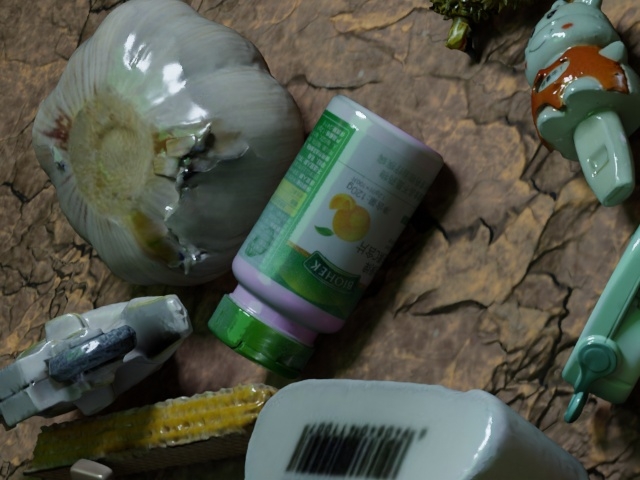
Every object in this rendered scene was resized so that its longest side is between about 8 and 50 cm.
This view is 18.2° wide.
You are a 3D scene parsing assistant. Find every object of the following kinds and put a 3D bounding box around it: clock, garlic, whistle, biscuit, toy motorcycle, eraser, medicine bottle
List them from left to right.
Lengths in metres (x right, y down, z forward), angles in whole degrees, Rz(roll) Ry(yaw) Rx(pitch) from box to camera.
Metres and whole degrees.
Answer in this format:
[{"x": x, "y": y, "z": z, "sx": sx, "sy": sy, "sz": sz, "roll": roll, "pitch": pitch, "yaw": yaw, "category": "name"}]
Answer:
[{"x": -0.248, "y": 0.129, "z": 2.142, "sx": 0.340, "sy": 0.223, "sz": 0.108, "roll": -28, "pitch": 86, "yaw": 57, "category": "toy motorcycle"}, {"x": -0.168, "y": -0.101, "z": 2.164, "sx": 0.322, "sy": 0.241, "sz": 0.322, "roll": -14, "pitch": 63, "yaw": 28, "category": "garlic"}, {"x": -0.160, "y": 0.204, "z": 2.082, "sx": 0.378, "sy": 0.094, "sz": 0.054, "roll": -16, "pitch": 67, "yaw": 43, "category": "biscuit"}, {"x": 0.000, "y": 0.000, "z": 1.997, "sx": 0.274, "sy": 0.133, "sz": 0.133, "roll": -58, "pitch": 38, "yaw": 4, "category": "medicine bottle"}, {"x": 0.078, "y": 0.239, "z": 1.712, "sx": 0.331, "sy": 0.150, "sz": 0.331, "roll": -31, "pitch": 37, "yaw": 27, "category": "eraser"}, {"x": 0.243, "y": -0.133, "z": 1.838, "sx": 0.102, "sy": 0.105, "sz": 0.253, "roll": 98, "pitch": 166, "yaw": -50, "category": "whistle"}, {"x": 0.256, "y": 0.071, "z": 1.672, "sx": 0.060, "sy": 0.148, "sz": 0.188, "roll": 28, "pitch": 97, "yaw": 8, "category": "clock"}]

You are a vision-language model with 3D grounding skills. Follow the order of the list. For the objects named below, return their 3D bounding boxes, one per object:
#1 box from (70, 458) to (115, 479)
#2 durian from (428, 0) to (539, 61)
[{"x": -0.233, "y": 0.282, "z": 2.105, "sx": 0.048, "sy": 0.115, "sz": 0.025, "roll": 11, "pitch": 37, "yaw": 25, "category": "box"}, {"x": 0.165, "y": -0.311, "z": 2.003, "sx": 0.193, "sy": 0.138, "sz": 0.237, "roll": 24, "pitch": 86, "yaw": 52, "category": "durian"}]
